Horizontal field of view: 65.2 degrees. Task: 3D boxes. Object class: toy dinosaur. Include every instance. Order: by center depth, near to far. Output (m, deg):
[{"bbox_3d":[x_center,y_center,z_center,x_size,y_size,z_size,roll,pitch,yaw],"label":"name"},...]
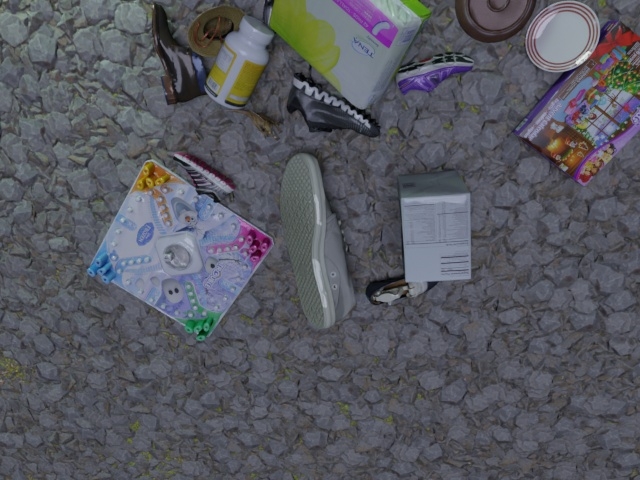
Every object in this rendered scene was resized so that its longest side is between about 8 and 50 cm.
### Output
[{"bbox_3d":[-0.142,-0.283,1.174,0.093,0.183,0.053,32,91,-49],"label":"toy dinosaur"}]

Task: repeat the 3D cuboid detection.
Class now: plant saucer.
[{"bbox_3d":[0.370,-0.505,1.052,0.169,0.029,0.168,3,113,6],"label":"plant saucer"}]

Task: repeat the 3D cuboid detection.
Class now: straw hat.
[{"bbox_3d":[-0.230,-0.478,1.107,0.145,0.144,0.061,-32,63,17],"label":"straw hat"}]

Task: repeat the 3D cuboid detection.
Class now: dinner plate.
[{"bbox_3d":[0.509,-0.428,1.055,0.141,0.017,0.141,6,103,27],"label":"dinner plate"}]

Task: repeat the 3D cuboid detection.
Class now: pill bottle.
[{"bbox_3d":[-0.176,-0.391,1.104,0.103,0.103,0.184,32,122,-7],"label":"pill bottle"}]

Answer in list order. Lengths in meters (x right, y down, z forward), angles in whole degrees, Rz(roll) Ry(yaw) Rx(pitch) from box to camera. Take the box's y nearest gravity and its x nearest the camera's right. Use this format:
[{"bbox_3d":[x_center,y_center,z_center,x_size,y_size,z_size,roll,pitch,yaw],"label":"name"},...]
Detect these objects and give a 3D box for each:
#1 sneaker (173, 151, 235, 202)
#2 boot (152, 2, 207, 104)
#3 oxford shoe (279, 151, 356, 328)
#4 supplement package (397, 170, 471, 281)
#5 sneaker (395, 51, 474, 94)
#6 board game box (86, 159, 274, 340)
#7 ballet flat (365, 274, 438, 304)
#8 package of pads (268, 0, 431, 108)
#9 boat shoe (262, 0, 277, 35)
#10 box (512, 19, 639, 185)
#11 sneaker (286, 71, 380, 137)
[{"bbox_3d":[-0.301,-0.153,1.252,0.171,0.063,0.074,33,106,-13],"label":"sneaker"},{"bbox_3d":[-0.321,-0.429,1.148,0.106,0.082,0.219,-10,108,-13],"label":"boot"},{"bbox_3d":[0.000,0.000,1.258,0.130,0.169,0.448,-19,106,-31],"label":"oxford shoe"},{"bbox_3d":[0.262,-0.037,1.168,0.150,0.194,0.203,-4,111,9],"label":"supplement package"},{"bbox_3d":[0.254,-0.369,1.113,0.170,0.068,0.071,-9,127,19],"label":"sneaker"},{"bbox_3d":[-0.386,0.045,1.352,0.390,0.050,0.389,34,112,-8],"label":"board game box"},{"bbox_3d":[0.217,0.128,1.310,0.203,0.074,0.074,-15,110,12],"label":"ballet flat"},{"bbox_3d":[0.040,-0.432,0.986,0.296,0.101,0.229,45,149,9],"label":"package of pads"},{"bbox_3d":[-0.104,-0.512,1.094,0.046,0.038,0.125,14,113,0],"label":"boat shoe"},{"bbox_3d":[0.605,-0.293,1.098,0.201,0.057,0.293,34,112,-9],"label":"box"},{"bbox_3d":[0.023,-0.286,1.158,0.234,0.078,0.106,30,115,-2],"label":"sneaker"}]
